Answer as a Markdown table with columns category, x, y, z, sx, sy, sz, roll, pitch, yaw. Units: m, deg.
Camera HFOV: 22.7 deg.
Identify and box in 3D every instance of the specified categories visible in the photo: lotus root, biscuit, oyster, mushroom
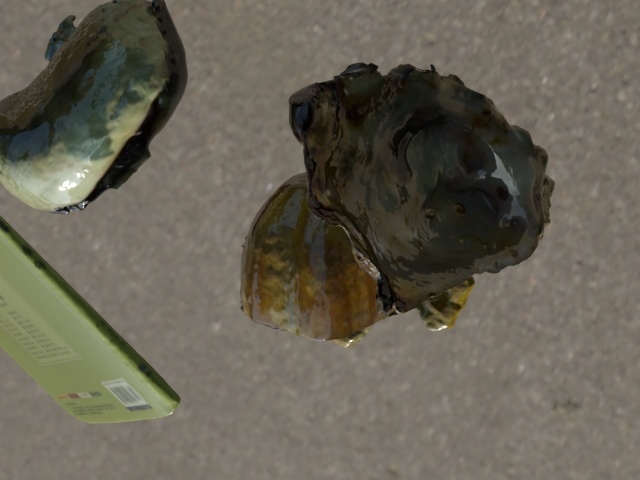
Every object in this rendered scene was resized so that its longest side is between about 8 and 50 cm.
| category | x | y | z | sx | sy | sz | roll | pitch | yaw |
| --- | --- | --- | --- | --- | --- | --- | --- | --- | --- |
| lotus root | 0.001 | 0.000 | 1.839 | 0.199 | 0.188 | 0.180 | 14 | 119 | 41 |
| biscuit | 0.097 | 0.078 | 2.063 | 0.183 | 0.039 | 0.174 | 25 | 105 | 20 |
| oyster | 0.100 | -0.069 | 1.483 | 0.096 | 0.361 | 0.221 | 0 | 103 | 40 |
| mushroom | -0.332 | -0.184 | 2.123 | 0.344 | 0.130 | 0.247 | -32 | 70 | 24 |

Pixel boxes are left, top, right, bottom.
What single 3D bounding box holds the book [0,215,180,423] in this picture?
| category | x | y | z | sx | sy | sz | roll | pitch | yaw |
| --- | --- | --- | --- | --- | --- | --- | --- | --- | --- |
| book | -0.313 | 0.063 | 1.670 | 0.352 | 0.035 | 0.239 | 49 | 152 | -17 |
